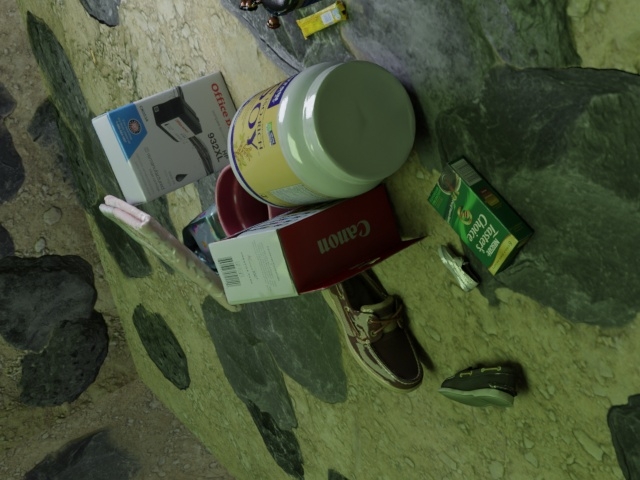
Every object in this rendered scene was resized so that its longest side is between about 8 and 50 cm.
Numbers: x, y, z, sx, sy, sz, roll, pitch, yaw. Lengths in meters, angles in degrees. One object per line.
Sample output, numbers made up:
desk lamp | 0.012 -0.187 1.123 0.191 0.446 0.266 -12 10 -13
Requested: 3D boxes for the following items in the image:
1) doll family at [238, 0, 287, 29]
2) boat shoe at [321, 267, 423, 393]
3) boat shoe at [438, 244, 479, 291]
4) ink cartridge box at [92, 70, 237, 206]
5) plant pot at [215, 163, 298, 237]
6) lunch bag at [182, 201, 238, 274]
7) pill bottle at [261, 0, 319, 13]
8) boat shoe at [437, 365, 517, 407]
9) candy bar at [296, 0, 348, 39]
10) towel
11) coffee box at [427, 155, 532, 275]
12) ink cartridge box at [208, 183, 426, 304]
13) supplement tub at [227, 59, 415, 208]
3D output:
doll family | -0.129 -0.490 1.620 0.193 0.076 0.111 42 127 42
boat shoe | 0.113 0.165 1.757 0.342 0.123 0.123 59 154 19
boat shoe | 0.254 0.045 1.505 0.035 0.035 0.100 -43 71 33
ink cartridge box | -0.346 -0.244 1.959 0.129 0.307 0.223 -4 111 58
plant pot | -0.101 -0.088 1.794 0.201 0.180 0.201 23 122 43
lunch bag | -0.200 -0.035 1.985 0.160 0.223 0.262 56 153 -6
pill bottle | 0.006 -0.442 1.283 0.123 0.219 0.122 39 144 36
boat shoe | 0.305 0.279 1.589 0.081 0.068 0.228 26 163 -17
candy bar | 0.000 -0.411 1.537 0.161 0.018 0.040 -2 116 59
towel | -0.359 0.030 1.968 0.332 0.053 0.317 44 168 -33
coffee box | 0.266 -0.042 1.392 0.184 0.040 0.113 52 150 19
ink cartridge box | 0.000 0.000 1.561 0.272 0.309 0.130 -11 101 45
supplement tub | -0.004 -0.189 1.504 0.331 0.241 0.241 -7 108 61
